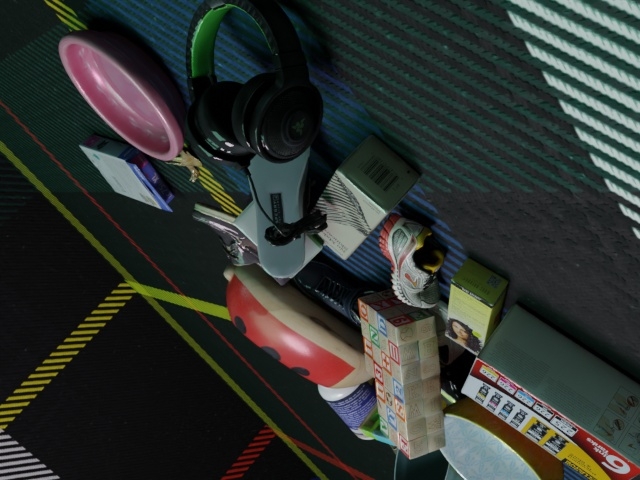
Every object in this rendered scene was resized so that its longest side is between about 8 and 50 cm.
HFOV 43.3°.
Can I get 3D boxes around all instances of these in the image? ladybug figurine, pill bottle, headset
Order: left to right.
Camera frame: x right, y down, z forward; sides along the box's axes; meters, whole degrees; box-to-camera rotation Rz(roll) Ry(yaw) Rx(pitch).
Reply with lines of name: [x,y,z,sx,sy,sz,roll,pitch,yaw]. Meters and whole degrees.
headset: [-0.084,-0.187,1.252,0.243,0.185,0.393,2,105,49]
ladybug figurine: [-0.051,0.205,1.897,0.449,0.161,0.305,36,-178,-12]
pill bottle: [0.088,0.405,2.187,0.153,0.153,0.264,8,141,56]

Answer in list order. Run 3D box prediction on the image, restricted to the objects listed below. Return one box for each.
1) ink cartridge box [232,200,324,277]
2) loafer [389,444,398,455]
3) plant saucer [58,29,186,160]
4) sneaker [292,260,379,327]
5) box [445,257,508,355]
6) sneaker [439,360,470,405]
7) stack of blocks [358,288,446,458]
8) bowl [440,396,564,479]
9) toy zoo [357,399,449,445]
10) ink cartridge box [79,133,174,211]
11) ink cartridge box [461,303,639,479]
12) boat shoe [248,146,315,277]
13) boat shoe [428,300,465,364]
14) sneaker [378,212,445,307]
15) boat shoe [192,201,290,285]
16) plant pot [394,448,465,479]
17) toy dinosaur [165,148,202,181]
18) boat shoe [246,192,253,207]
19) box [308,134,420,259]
ink cartridge box: [-0.072,-0.025,1.576,0.154,0.093,0.212,44,-170,-4]
loafer: [0.238,0.590,2.375,0.087,0.094,0.251,31,158,14]
plant saucer: [-0.405,-0.318,1.708,0.332,0.084,0.332,35,157,17]
sneaker: [0.048,0.114,1.750,0.226,0.086,0.163,34,171,-8]
box: [0.276,0.126,1.439,0.087,0.058,0.232,32,157,23]
sneaker: [0.269,0.278,1.762,0.235,0.084,0.097,36,135,10]
stack of blocks: [0.165,0.267,1.637,0.171,0.087,0.297,-147,46,-63]
bowl: [0.389,0.412,1.652,0.289,0.156,0.289,36,151,23]
toy zoo: [0.222,0.397,1.883,0.030,0.192,0.293,47,158,-17]
ink cartridge box: [-0.517,-0.186,2.196,0.311,0.065,0.185,22,152,46]
ink cartridge box: [0.418,0.291,1.420,0.310,0.130,0.271,34,159,18]
boat shoe: [-0.063,-0.092,1.406,0.105,0.113,0.306,-71,-25,-81]
boat shoe: [0.242,0.185,1.608,0.066,0.063,0.184,28,156,32]
sneaker: [0.175,0.050,1.425,0.093,0.088,0.225,19,152,36]
boat shoe: [-0.155,0.012,1.690,0.285,0.092,0.103,30,178,-36]
plant pot: [0.325,0.535,1.911,0.196,0.292,0.293,18,164,-15]
toy dinosaur: [-0.318,-0.197,1.868,0.093,0.053,0.183,22,164,6]
boat shoe: [-0.116,-0.021,1.793,0.076,0.083,0.226,7,152,8]
box: [0.063,-0.066,1.376,0.113,0.094,0.275,41,159,3]
